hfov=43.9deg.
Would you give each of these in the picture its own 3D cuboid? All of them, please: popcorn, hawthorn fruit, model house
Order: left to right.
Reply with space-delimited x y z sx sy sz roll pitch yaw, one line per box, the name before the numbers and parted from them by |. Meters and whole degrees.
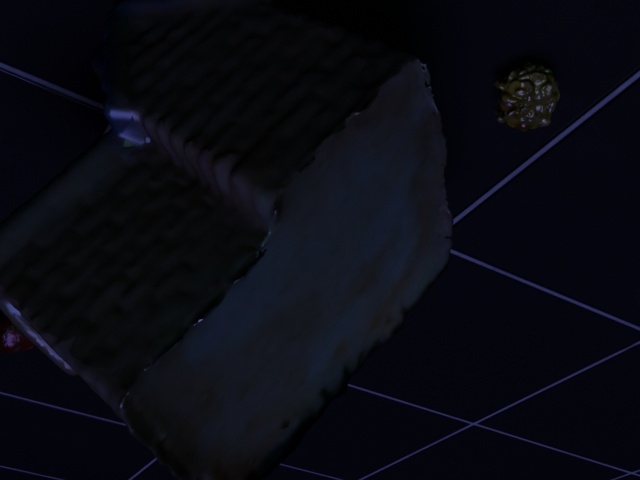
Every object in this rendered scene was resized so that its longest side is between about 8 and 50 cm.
hawthorn fruit | -0.549 0.159 1.445 0.093 0.093 0.093 2 144 2
model house | -0.134 -0.016 0.907 0.400 0.445 0.395 33 162 28
popcorn | 0.241 -0.169 0.931 0.083 0.057 0.082 17 141 -14
